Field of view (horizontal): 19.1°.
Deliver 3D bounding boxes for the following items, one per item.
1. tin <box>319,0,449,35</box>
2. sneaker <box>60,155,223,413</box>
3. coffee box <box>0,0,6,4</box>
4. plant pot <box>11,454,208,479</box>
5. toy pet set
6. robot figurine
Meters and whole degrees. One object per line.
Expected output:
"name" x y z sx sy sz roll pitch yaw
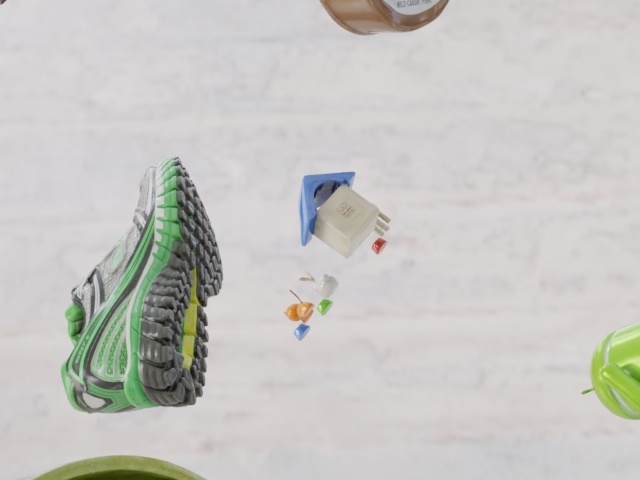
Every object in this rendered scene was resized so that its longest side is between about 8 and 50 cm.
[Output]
"tin" 0.034 -0.201 0.983 0.040 0.189 0.106 3 12 33
"sneaker" -0.189 0.037 1.929 0.146 0.134 0.343 -11 36 14
"coffee box" -0.214 -0.271 0.875 0.119 0.297 0.168 7 52 46
"plant pot" -0.254 0.337 1.317 0.353 0.366 0.366 -8 29 42
"toy pet set" 0.000 0.000 1.562 0.065 0.114 0.122 36 63 13
"robot figurine" 0.236 0.085 1.314 0.101 0.115 0.067 -16 84 -49
